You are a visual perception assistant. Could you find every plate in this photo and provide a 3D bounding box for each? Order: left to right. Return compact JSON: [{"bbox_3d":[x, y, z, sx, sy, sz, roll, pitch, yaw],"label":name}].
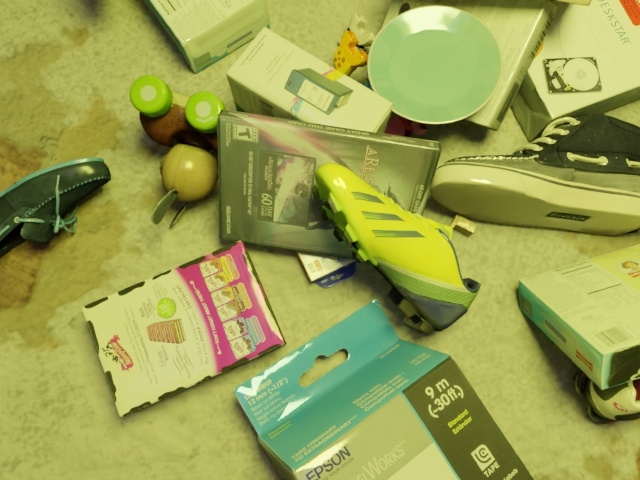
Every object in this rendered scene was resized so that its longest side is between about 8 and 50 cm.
[{"bbox_3d":[0.161,-0.247,0.742,0.188,0.024,0.188,-1,76,6],"label":"plate"}]

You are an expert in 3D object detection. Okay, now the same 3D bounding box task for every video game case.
[{"bbox_3d":[0.001,-0.062,0.694,0.274,0.196,0.026,9,39,1],"label":"video game case"}]

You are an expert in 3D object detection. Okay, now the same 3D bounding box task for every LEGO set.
[{"bbox_3d":[0.058,-0.239,0.809,0.087,0.093,0.227,-7,67,-46],"label":"LEGO set"}]

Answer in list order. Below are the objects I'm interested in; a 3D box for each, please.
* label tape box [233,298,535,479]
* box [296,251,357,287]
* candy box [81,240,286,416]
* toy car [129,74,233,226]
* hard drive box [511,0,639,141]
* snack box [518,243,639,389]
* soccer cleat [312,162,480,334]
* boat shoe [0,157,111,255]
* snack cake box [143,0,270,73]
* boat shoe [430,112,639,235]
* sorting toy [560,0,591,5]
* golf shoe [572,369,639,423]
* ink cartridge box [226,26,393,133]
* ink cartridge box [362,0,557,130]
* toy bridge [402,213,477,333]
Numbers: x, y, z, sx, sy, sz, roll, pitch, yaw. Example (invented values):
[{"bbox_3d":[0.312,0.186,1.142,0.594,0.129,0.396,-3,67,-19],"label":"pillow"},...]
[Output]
[{"bbox_3d":[0.087,0.266,0.648,0.249,0.115,0.347,-28,80,-23],"label":"label tape box"},{"bbox_3d":[0.000,0.000,0.779,0.081,0.028,0.136,-26,77,-7],"label":"box"},{"bbox_3d":[-0.184,0.120,0.726,0.233,0.071,0.159,-22,79,-6],"label":"candy box"},{"bbox_3d":[-0.203,-0.112,0.748,0.149,0.155,0.188,17,90,3],"label":"toy car"},{"bbox_3d":[0.406,-0.287,0.820,0.232,0.089,0.181,-22,79,-6],"label":"hard drive box"},{"bbox_3d":[0.459,0.073,0.692,0.322,0.187,0.060,-16,116,-4],"label":"snack box"},{"bbox_3d":[0.102,-0.003,0.674,0.121,0.093,0.289,-42,112,-1],"label":"soccer cleat"},{"bbox_3d":[-0.410,-0.032,0.756,0.258,0.109,0.089,-27,86,10],"label":"boat shoe"},{"bbox_3d":[-0.219,-0.424,0.842,0.152,0.089,0.264,-35,80,-6],"label":"snack cake box"},{"bbox_3d":[0.325,-0.111,0.765,0.341,0.127,0.158,9,72,-11],"label":"boat shoe"},{"bbox_3d":[0.267,-0.433,0.761,0.257,0.089,0.255,16,36,11],"label":"sorting toy"},{"bbox_3d":[0.484,0.160,0.704,0.273,0.120,0.105,-33,78,-9],"label":"golf shoe"},{"bbox_3d":[-0.015,-0.181,0.754,0.212,0.154,0.093,34,77,8],"label":"ink cartridge box"},{"bbox_3d":[0.203,-0.296,0.795,0.232,0.066,0.189,33,108,32],"label":"ink cartridge box"},{"bbox_3d":[0.165,0.040,0.772,0.063,0.026,0.188,27,78,6],"label":"toy bridge"}]
